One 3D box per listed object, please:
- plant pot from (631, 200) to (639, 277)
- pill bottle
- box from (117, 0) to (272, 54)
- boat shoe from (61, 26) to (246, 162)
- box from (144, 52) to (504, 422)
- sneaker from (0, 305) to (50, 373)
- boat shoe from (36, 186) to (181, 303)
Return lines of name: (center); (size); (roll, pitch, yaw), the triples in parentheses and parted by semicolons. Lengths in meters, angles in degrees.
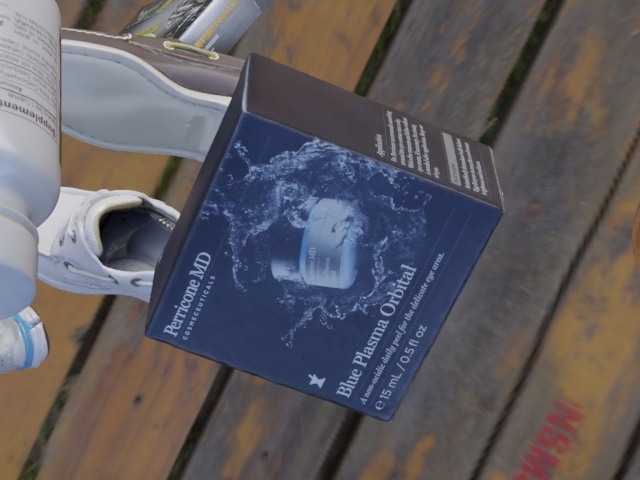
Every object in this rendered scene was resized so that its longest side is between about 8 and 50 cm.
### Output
plant pot: (0.331, -0.041, 0.778); (0.291, 0.291, 0.203); (13, 126, -2)
pill bottle: (-0.242, -0.066, 1.044); (0.131, 0.131, 0.229); (-4, 61, -2)
box: (-0.177, -0.219, 1.745); (0.056, 0.231, 0.183); (49, 57, -22)
boat shoe: (-0.160, -0.154, 1.565); (0.324, 0.096, 0.116); (14, 132, -19)
box: (0.000, 0.000, 0.887); (0.158, 0.093, 0.156); (21, 116, -10)
sneaker: (-0.313, 0.071, 1.223); (0.191, 0.083, 0.071); (8, 112, 33)
boat shoe: (-0.174, -0.005, 1.314); (0.277, 0.096, 0.098); (15, 64, 27)
